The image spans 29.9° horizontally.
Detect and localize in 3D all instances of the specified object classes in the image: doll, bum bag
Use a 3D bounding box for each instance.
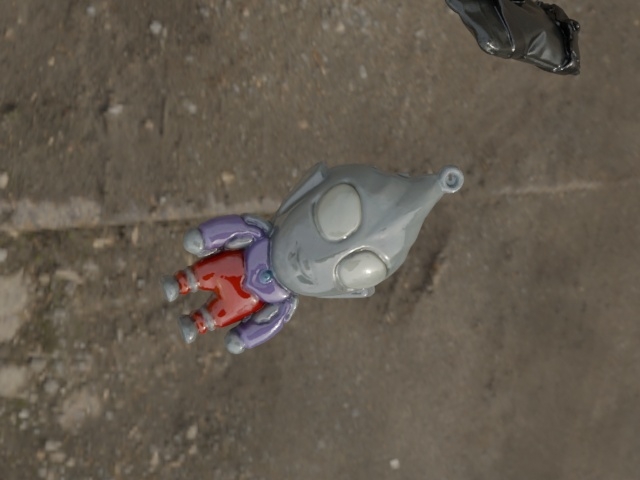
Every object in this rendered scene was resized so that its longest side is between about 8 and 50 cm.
[{"bbox_3d":[0.000,0.000,0.821,0.228,0.075,0.102,-23,110,-14],"label":"doll"},{"bbox_3d":[0.168,-0.187,1.015,0.049,0.087,0.198,-33,158,33],"label":"bum bag"}]
